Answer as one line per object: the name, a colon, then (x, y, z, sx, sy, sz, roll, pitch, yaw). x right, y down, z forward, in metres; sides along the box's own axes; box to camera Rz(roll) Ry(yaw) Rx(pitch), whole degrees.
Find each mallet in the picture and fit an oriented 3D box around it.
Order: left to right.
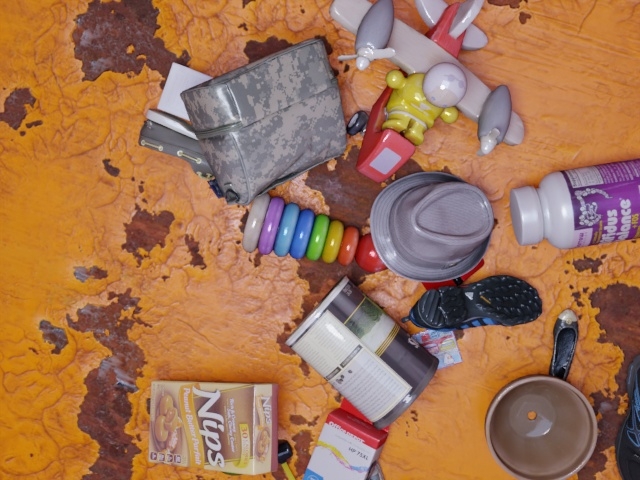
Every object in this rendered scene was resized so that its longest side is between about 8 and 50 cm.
mallet: (-0.057, 0.558, 1.711, 0.062, 0.039, 0.190, -33, 96, 4)

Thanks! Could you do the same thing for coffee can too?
coffee can: (0.088, 0.240, 1.581, 0.275, 0.201, 0.201, 42, 97, 1)

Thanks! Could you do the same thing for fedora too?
fedora: (0.254, -0.040, 1.544, 0.275, 0.124, 0.244, -3, 79, -14)

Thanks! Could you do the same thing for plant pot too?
plant pot: (0.478, 0.402, 1.613, 0.237, 0.110, 0.238, 1, 96, 6)

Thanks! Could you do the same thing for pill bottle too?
pill bottle: (0.561, -0.072, 1.536, 0.301, 0.169, 0.170, -9, 94, 6)

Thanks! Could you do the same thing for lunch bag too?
lunch bag: (-0.105, -0.238, 1.495, 0.305, 0.212, 0.256, -30, 106, -28)

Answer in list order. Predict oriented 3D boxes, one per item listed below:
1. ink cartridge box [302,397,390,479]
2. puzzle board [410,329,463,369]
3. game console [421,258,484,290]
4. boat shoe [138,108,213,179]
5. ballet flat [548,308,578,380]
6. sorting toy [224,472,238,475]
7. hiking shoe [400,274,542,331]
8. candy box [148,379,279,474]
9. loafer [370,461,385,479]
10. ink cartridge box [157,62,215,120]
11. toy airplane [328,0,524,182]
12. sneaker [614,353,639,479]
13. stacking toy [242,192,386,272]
ink cartridge box: (0.062, 0.474, 1.653, 0.134, 0.078, 0.231, 23, 97, 20)
puzzle board: (0.250, 0.253, 1.669, 0.128, 0.011, 0.097, -18, 93, 7)
game console: (0.273, 0.035, 1.647, 0.124, 0.085, 0.144, -34, 91, 38)
boat shoe: (-0.262, -0.191, 1.627, 0.304, 0.109, 0.091, 27, 101, 5)
ballet flat: (0.545, 0.239, 1.624, 0.057, 0.049, 0.173, 6, 95, 3)
sorting toy: (-0.215, 0.520, 1.673, 0.126, 0.126, 0.366, 17, 97, 3)
hiking shoe: (0.338, 0.141, 1.609, 0.303, 0.132, 0.113, 1, 76, -16)
candy box: (-0.237, 0.400, 1.595, 0.316, 0.087, 0.183, -6, 80, 36)
loafer: (0.124, 0.546, 1.689, 0.045, 0.039, 0.125, -28, 92, 7)
ink cartridge box: (-0.246, -0.307, 1.634, 0.209, 0.062, 0.109, 21, 95, 1)
toy airplane: (0.231, -0.334, 1.487, 0.385, 0.272, 0.385, -15, 105, -12)
sneaker: (0.720, 0.421, 1.581, 0.124, 0.139, 0.341, -2, 96, 3)
stacking toy: (0.000, 0.000, 1.614, 0.330, 0.141, 0.141, 16, 96, -2)
